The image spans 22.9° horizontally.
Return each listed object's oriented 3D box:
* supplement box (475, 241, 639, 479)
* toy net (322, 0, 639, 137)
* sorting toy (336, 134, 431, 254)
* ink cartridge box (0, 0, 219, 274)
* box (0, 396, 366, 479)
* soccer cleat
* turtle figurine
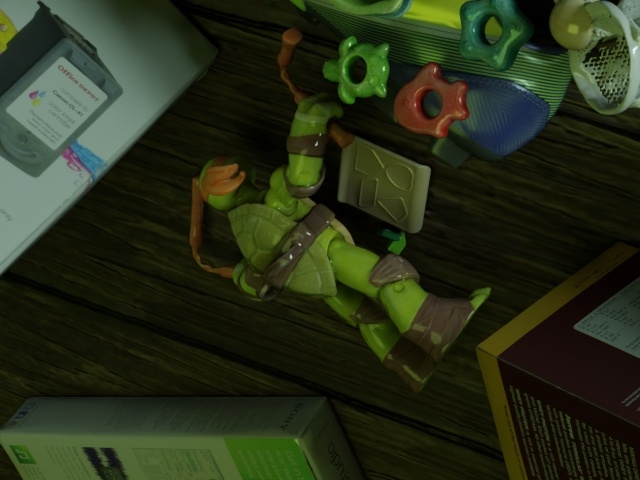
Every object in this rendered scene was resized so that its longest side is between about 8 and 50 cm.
[{"bbox_3d":[0.220,0.135,0.933,0.194,0.129,0.191,25,140,49],"label":"supplement box"},{"bbox_3d":[0.092,-0.101,0.791,0.232,0.045,0.122,20,104,33],"label":"toy net"},{"bbox_3d":[0.041,-0.028,1.044,0.062,0.012,0.083,23,134,18],"label":"sorting toy"},{"bbox_3d":[-0.235,-0.035,1.001,0.131,0.306,0.226,45,135,-8],"label":"ink cartridge box"},{"bbox_3d":[-0.093,0.233,1.313,0.322,0.058,0.232,-3,123,35],"label":"box"},{"bbox_3d":[0.026,-0.167,0.906,0.289,0.093,0.121,42,105,1],"label":"soccer cleat"},{"bbox_3d":[0.000,0.000,1.018,0.217,0.087,0.269,36,142,6],"label":"turtle figurine"}]
